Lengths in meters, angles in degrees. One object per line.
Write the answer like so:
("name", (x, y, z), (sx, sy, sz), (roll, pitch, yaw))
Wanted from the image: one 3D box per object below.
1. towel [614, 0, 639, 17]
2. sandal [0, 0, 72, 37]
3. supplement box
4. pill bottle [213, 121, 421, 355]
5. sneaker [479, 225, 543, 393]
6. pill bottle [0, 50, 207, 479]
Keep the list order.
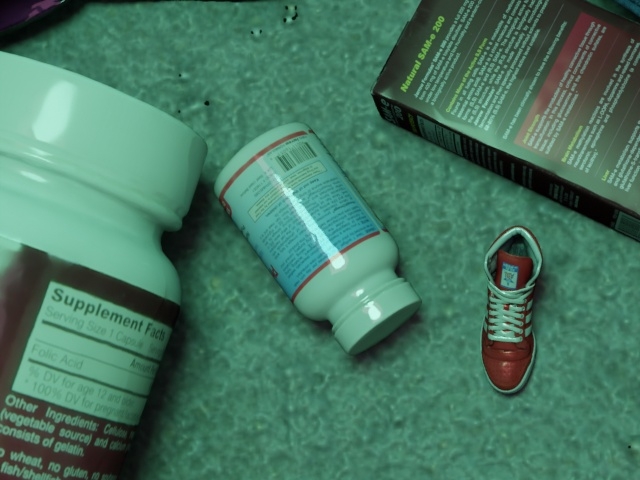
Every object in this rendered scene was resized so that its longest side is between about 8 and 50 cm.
("towel", (0.206, -0.201, 1.004), (0.029, 0.067, 0.119), (-53, 36, 22))
("sandal", (-0.254, -0.206, 1.049), (0.445, 0.167, 0.107), (3, 75, 9))
("supplement box", (0.172, -0.103, 1.010), (0.239, 0.073, 0.130), (27, 83, 12))
("pill bottle", (0.000, 0.000, 1.010), (0.087, 0.087, 0.160), (-36, 75, 1))
("sneaker", (0.134, 0.047, 0.989), (0.042, 0.067, 0.118), (4, 79, 10))
("pill bottle", (-0.228, 0.085, 0.958), (0.224, 0.224, 0.392), (17, 82, 12))
